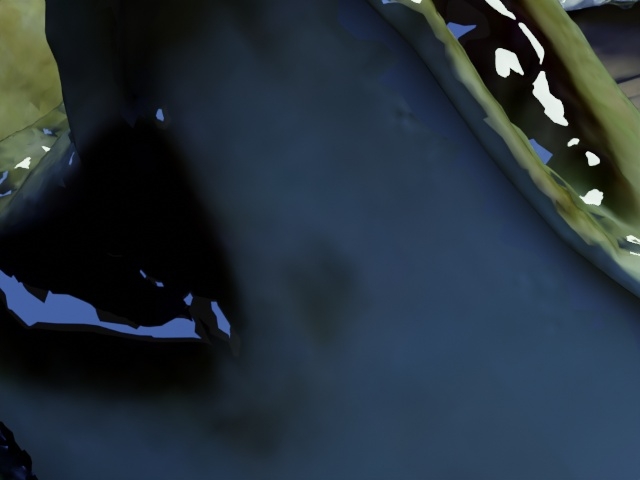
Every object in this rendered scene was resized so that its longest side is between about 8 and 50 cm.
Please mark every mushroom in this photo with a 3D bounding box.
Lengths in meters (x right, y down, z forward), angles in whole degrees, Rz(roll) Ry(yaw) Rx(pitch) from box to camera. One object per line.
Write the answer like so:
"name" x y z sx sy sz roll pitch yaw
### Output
"mushroom" -0.002 0.008 0.608 0.217 0.292 0.212 -36 21 21

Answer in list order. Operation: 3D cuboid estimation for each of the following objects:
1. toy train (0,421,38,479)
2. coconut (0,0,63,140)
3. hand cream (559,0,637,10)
"toy train" -0.129 0.162 0.514 0.177 0.261 0.134 -27 40 -18
"coconut" -0.206 -0.040 0.721 0.323 0.323 0.323 -16 43 15
"hand cream" 0.212 -0.123 0.757 0.257 0.050 0.084 7 55 37
